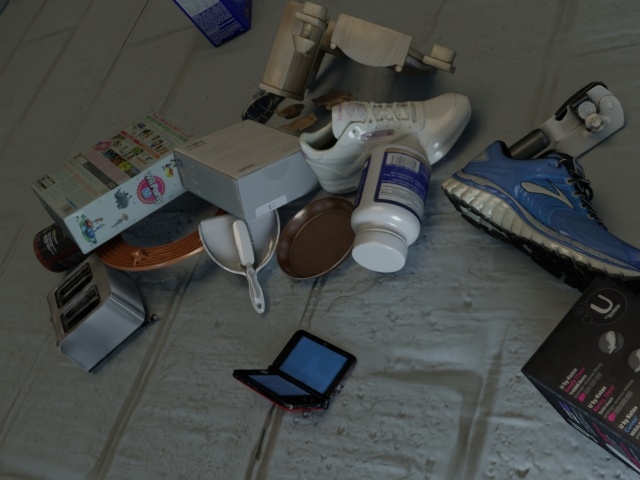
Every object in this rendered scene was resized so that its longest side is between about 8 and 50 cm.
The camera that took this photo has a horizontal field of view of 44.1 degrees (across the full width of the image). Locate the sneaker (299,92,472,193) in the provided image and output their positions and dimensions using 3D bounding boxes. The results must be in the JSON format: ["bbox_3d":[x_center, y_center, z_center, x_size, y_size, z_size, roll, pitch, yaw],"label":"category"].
[{"bbox_3d":[0.105,-0.181,1.334,0.305,0.152,0.114,-23,44,21],"label":"sneaker"}]

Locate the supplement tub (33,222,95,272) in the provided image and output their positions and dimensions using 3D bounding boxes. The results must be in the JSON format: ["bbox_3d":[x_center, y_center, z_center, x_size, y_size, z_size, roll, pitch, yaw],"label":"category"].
[{"bbox_3d":[-0.522,-0.011,1.727,0.198,0.106,0.106,-25,45,20],"label":"supplement tub"}]

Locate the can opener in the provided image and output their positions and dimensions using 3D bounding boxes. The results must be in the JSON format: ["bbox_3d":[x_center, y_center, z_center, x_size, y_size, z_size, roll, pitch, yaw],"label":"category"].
[{"bbox_3d":[0.328,-0.131,1.192,0.280,0.074,0.093,-36,8,7],"label":"can opener"}]

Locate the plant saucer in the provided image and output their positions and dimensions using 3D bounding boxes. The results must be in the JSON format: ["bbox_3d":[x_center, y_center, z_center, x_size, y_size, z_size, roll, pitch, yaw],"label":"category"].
[{"bbox_3d":[0.000,0.000,1.363,0.168,0.029,0.168,-21,46,23],"label":"plant saucer"}]

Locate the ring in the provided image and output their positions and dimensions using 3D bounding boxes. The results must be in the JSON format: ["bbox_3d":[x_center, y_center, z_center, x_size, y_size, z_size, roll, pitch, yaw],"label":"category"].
[{"bbox_3d":[-0.297,-0.062,1.565,0.336,0.032,0.336,-14,37,11],"label":"ring"}]

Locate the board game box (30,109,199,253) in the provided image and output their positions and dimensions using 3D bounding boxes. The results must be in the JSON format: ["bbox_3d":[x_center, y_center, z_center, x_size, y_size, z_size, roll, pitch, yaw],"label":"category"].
[{"bbox_3d":[-0.401,-0.126,1.591,0.303,0.097,0.224,-36,39,-18],"label":"board game box"}]

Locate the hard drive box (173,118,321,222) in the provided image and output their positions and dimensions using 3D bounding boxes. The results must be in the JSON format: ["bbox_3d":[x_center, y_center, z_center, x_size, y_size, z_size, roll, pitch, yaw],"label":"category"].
[{"bbox_3d":[-0.137,-0.138,1.480,0.181,0.089,0.232,-27,33,-28],"label":"hard drive box"}]

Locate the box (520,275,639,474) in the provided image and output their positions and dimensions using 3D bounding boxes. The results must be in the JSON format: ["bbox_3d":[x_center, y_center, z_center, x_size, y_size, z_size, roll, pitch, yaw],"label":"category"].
[{"bbox_3d":[0.375,0.180,0.819,0.143,0.165,0.270,-50,42,-5],"label":"box"}]

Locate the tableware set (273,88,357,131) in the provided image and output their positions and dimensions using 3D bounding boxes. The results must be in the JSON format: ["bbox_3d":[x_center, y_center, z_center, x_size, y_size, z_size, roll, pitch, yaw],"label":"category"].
[{"bbox_3d":[-0.011,-0.256,1.531,0.169,0.020,0.141,-25,28,-11],"label":"tableware set"}]

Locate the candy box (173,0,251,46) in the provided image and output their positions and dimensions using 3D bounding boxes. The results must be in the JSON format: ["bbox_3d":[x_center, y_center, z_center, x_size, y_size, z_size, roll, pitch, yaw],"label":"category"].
[{"bbox_3d":[-0.306,-0.680,1.932,0.122,0.317,0.268,-23,46,23],"label":"candy box"}]

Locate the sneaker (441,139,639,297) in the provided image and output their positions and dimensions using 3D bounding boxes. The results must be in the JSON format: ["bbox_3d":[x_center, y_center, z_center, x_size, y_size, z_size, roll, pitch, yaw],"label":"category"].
[{"bbox_3d":[0.317,-0.043,1.046,0.147,0.130,0.330,-51,53,-1],"label":"sneaker"}]

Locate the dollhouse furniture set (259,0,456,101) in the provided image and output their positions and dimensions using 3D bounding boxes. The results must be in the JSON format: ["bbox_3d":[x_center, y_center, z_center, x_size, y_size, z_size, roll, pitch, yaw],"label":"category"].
[{"bbox_3d":[0.091,-0.301,1.468,0.355,0.303,0.174,24,102,20],"label":"dollhouse furniture set"}]

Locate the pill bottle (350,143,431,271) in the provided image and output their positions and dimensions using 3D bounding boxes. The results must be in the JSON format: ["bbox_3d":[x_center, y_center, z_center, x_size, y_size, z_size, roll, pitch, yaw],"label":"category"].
[{"bbox_3d":[0.108,-0.050,1.255,0.112,0.112,0.186,-7,53,34],"label":"pill bottle"}]

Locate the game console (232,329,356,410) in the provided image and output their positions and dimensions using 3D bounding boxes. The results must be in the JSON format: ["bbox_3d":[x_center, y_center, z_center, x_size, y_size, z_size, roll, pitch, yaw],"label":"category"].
[{"bbox_3d":[-0.041,0.193,1.203,0.144,0.124,0.085,19,97,46],"label":"game console"}]

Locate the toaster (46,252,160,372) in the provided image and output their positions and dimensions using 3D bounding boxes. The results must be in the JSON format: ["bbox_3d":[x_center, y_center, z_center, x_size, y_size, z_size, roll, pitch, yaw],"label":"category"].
[{"bbox_3d":[-0.432,0.135,1.535,0.186,0.110,0.168,-41,43,4],"label":"toaster"}]

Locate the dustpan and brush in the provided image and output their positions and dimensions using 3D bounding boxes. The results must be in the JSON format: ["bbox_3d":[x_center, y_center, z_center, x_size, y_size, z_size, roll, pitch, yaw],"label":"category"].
[{"bbox_3d":[-0.129,0.034,1.401,0.147,0.060,0.211,-14,73,-5],"label":"dustpan and brush"}]

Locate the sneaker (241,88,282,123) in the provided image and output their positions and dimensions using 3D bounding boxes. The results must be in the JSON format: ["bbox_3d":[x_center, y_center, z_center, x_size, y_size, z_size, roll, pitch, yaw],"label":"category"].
[{"bbox_3d":[-0.122,-0.298,1.691,0.135,0.052,0.058,-48,31,-15],"label":"sneaker"}]
